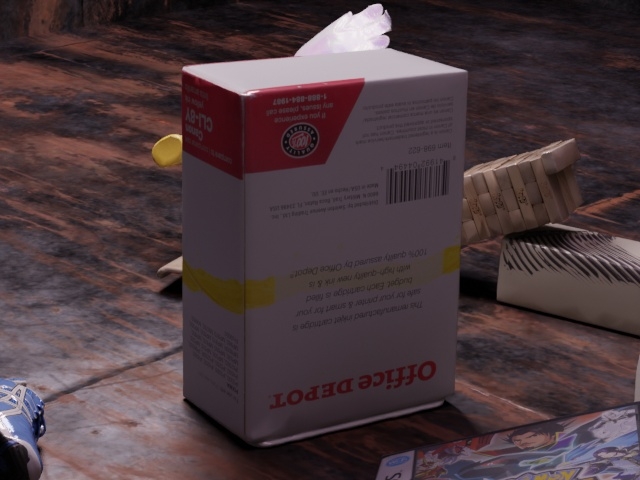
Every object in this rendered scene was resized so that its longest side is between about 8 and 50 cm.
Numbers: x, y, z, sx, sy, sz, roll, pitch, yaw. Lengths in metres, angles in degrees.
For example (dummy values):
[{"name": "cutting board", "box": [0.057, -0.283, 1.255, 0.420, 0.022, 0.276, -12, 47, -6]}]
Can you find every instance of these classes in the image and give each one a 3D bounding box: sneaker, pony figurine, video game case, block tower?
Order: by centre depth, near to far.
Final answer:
[{"name": "video game case", "box": [0.176, 0.228, 1.564, 0.274, 0.035, 0.248, -14, 10, 11]}, {"name": "sneaker", "box": [-0.315, 0.185, 1.711, 0.081, 0.080, 0.211, -9, 24, -23]}, {"name": "block tower", "box": [0.186, -0.044, 2.236, 0.335, 0.097, 0.091, -16, 7, 31]}, {"name": "pony figurine", "box": [-0.021, -0.149, 2.399, 0.351, 0.303, 0.363, -28, -10, 18]}]

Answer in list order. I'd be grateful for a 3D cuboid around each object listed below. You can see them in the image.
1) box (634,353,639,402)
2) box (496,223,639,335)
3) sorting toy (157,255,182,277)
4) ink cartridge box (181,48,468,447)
[{"name": "box", "box": [0.460, 0.167, 1.773, 0.232, 0.149, 0.127, 1, 20, -5]}, {"name": "box", "box": [0.374, 0.053, 2.172, 0.275, 0.094, 0.113, 12, 21, 27]}, {"name": "sorting toy", "box": [-0.093, 0.037, 2.222, 0.196, 0.047, 0.347, 3, 15, 22]}, {"name": "ink cartridge box", "box": [0.000, 0.000, 1.834, 0.279, 0.385, 0.160, -9, 19, -30]}]
